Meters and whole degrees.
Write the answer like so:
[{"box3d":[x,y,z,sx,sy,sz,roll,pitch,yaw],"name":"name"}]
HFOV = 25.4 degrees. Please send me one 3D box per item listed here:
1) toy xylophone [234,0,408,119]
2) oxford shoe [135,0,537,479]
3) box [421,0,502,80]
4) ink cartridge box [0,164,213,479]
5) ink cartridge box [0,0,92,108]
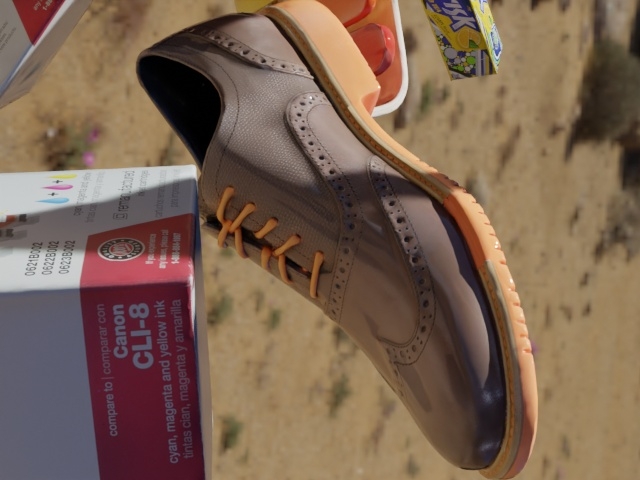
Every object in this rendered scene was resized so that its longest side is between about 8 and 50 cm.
[{"box3d":[-0.025,-0.213,1.221,0.081,0.236,0.322,0,70,-40],"name":"toy xylophone"},{"box3d":[0.000,0.000,0.828,0.363,0.133,0.130,57,-32,38],"name":"oxford shoe"},{"box3d":[0.155,-0.263,1.607,0.169,0.059,0.054,62,31,-42],"name":"box"},{"box3d":[-0.133,0.051,0.555,0.128,0.176,0.127,-101,-172,-67],"name":"ink cartridge box"},{"box3d":[-0.224,-0.181,0.847,0.127,0.175,0.072,-50,-178,23],"name":"ink cartridge box"}]
